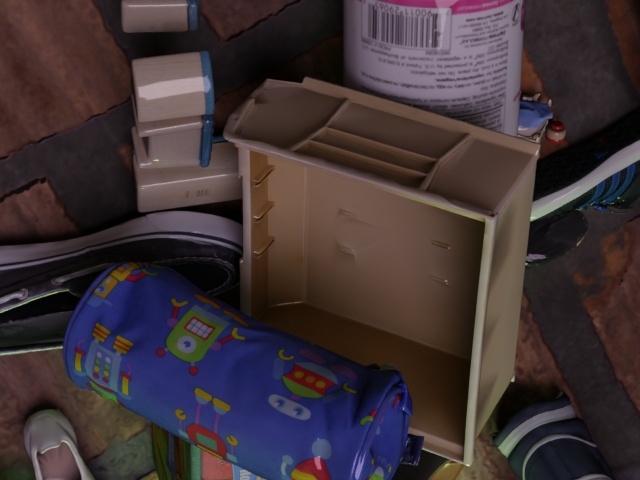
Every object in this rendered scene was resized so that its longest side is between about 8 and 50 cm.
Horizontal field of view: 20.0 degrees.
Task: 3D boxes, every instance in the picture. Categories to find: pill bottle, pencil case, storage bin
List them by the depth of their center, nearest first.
[{"bbox_3d":[-0.064,0.118,1.524,0.133,0.306,0.119,-59,159,-21],"label":"pencil case"},{"bbox_3d":[0.042,0.019,1.549,0.260,0.123,0.262,18,131,21],"label":"storage bin"},{"bbox_3d":[0.098,-0.126,1.614,0.160,0.160,0.283,-6,119,-11],"label":"pill bottle"}]

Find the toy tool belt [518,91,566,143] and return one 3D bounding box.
[{"bbox_3d":[0.196,-0.116,1.708,0.083,0.052,0.051,-1,125,-14],"label":"toy tool belt"}]

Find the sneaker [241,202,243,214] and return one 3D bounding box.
[{"bbox_3d":[0.000,0.000,1.715,0.170,0.063,0.075,39,90,-22],"label":"sneaker"}]

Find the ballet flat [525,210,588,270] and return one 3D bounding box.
[{"bbox_3d":[0.181,0.011,1.781,0.173,0.049,0.057,-22,77,-3],"label":"ballet flat"}]

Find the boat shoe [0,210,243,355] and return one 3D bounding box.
[{"bbox_3d":[-0.203,0.051,1.651,0.301,0.102,0.108,-7,135,-9],"label":"boat shoe"}]

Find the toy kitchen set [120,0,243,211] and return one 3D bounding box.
[{"bbox_3d":[-0.114,-0.150,1.607,0.122,0.166,0.207,-8,155,-10],"label":"toy kitchen set"}]

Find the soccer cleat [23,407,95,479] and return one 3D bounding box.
[{"bbox_3d":[-0.242,0.253,1.773,0.068,0.076,0.196,-21,120,-3],"label":"soccer cleat"}]

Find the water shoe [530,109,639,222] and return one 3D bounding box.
[{"bbox_3d":[0.273,-0.053,1.746,0.203,0.073,0.080,-28,119,1],"label":"water shoe"}]

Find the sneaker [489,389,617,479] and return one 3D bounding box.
[{"bbox_3d":[0.264,0.259,1.905,0.099,0.153,0.282,-32,150,1],"label":"sneaker"}]

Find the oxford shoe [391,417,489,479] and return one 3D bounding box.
[{"bbox_3d":[0.121,0.214,1.862,0.076,0.076,0.212,16,113,-54],"label":"oxford shoe"}]

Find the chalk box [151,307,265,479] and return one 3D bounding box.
[{"bbox_3d":[-0.050,0.206,1.675,0.179,0.289,0.180,-4,117,-12],"label":"chalk box"}]
